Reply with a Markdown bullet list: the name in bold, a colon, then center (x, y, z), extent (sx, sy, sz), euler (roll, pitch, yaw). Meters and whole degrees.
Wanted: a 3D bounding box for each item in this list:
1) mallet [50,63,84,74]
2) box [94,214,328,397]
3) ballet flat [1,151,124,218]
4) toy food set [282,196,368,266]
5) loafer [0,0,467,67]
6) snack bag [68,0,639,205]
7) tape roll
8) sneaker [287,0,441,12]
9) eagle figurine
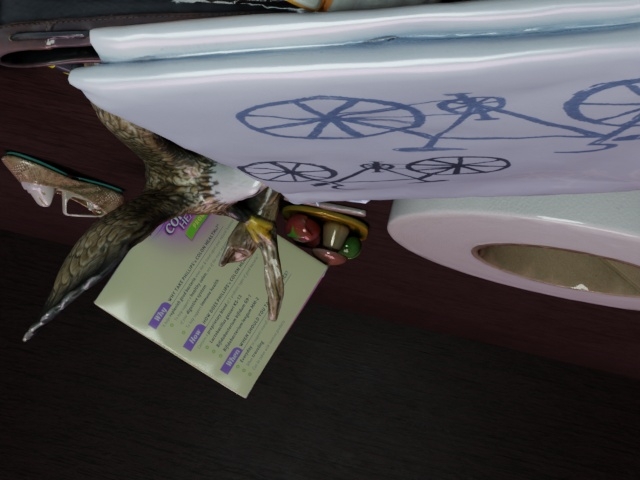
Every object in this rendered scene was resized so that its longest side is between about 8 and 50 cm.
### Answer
- **mallet**: center (-0.238, -0.160, 0.773), extent (0.190, 0.039, 0.062), euler (14, 177, -27)
- **box**: center (-0.152, 0.066, 1.236), extent (0.243, 0.213, 0.117), euler (32, 170, -4)
- **ballet flat**: center (-0.411, -0.078, 1.403), extent (0.206, 0.067, 0.073), euler (20, 169, -32)
- **toy food set**: center (0.000, 0.000, 1.262), extent (0.128, 0.071, 0.218), euler (13, 171, 4)
- **loafer**: center (-0.052, -0.121, 0.528), extent (0.302, 0.095, 0.109), euler (13, 171, 6)
- **snack bag**: center (0.087, -0.064, 0.501), extent (0.323, 0.037, 0.342), euler (-2, 173, 16)
- **tape roll**: center (0.261, -0.001, 0.881), extent (0.392, 0.072, 0.392), euler (14, 171, 2)
- **sneaker**: center (-0.041, -0.155, 0.396), extent (0.215, 0.084, 0.083), euler (18, -176, -6)
- **eagle figurine**: center (-0.131, -0.051, 0.741), extent (0.225, 0.226, 0.298), euler (-39, 157, 32)
